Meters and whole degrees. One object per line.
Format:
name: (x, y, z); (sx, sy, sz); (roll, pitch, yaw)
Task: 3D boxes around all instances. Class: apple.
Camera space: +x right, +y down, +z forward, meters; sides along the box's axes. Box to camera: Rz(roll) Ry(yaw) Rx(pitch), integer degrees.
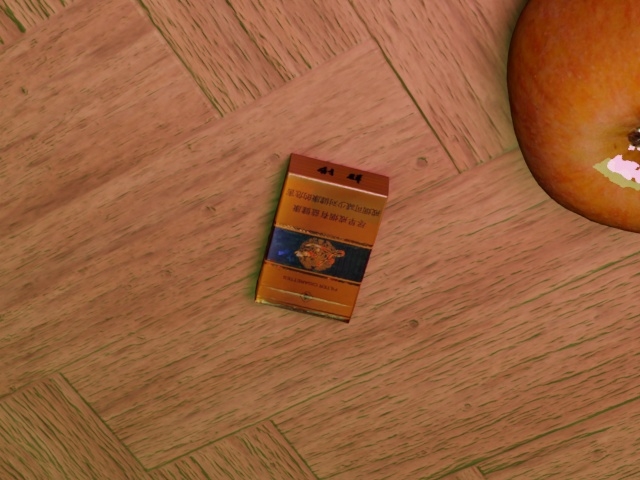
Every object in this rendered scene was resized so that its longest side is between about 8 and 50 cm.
apple: (0.430, -0.195, 1.715); (0.400, 0.333, 0.400); (2, 122, 3)

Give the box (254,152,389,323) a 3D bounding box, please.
box: (0.000, 0.000, 2.035); (0.152, 0.070, 0.237); (13, 124, -4)
